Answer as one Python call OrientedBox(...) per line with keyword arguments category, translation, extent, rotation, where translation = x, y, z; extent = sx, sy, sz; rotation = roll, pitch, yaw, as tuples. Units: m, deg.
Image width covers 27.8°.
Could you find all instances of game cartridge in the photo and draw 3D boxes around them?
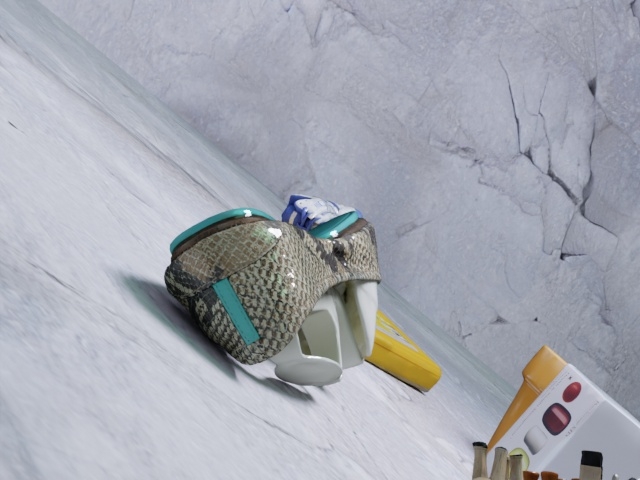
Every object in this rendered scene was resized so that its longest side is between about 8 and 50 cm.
OrientedBox(category="game cartridge", translation=(0.026, 0.096, 1.991), extent=(0.285, 0.052, 0.324), rotation=(43, 3, 33))

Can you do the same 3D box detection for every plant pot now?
OrientedBox(category="plant pot", translation=(0.345, 0.290, 1.894), extent=(0.205, 0.188, 0.205), rotation=(41, 3, -3))

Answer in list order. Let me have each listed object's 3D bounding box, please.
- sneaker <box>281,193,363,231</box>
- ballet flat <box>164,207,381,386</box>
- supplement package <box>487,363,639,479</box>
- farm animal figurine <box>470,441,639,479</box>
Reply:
OrientedBox(category="sneaker", translation=(0.000, 0.000, 1.969), extent=(0.131, 0.111, 0.296), rotation=(21, 7, -10))
OrientedBox(category="ballet flat", translation=(-0.021, 0.066, 1.347), extent=(0.182, 0.164, 0.483), rotation=(63, 13, 6))
OrientedBox(category="supplement package", translation=(0.335, 0.295, 1.678), extent=(0.149, 0.194, 0.203), rotation=(40, 3, -7))
OrientedBox(category="farm animal figurine", translation=(0.319, 0.314, 1.256), extent=(0.330, 0.172, 0.327), rotation=(-1, -19, 30))
